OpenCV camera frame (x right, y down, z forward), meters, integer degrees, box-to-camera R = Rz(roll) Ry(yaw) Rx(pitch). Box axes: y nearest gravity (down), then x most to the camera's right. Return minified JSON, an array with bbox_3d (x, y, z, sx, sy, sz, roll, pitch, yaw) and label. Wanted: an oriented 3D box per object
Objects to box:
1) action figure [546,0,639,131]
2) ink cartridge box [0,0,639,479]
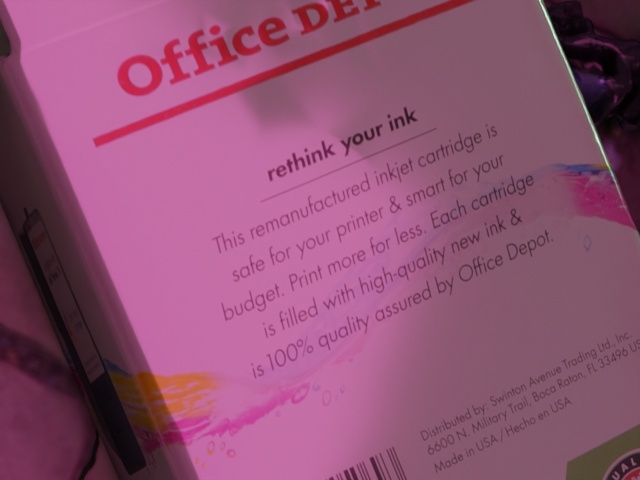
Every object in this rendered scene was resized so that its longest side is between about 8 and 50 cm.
[{"bbox_3d":[0.250,-0.133,0.688,0.341,0.178,0.330,-3,74,-21],"label":"action figure"},{"bbox_3d":[0.000,0.000,0.609,0.207,0.119,0.353,-23,92,-20],"label":"ink cartridge box"}]
